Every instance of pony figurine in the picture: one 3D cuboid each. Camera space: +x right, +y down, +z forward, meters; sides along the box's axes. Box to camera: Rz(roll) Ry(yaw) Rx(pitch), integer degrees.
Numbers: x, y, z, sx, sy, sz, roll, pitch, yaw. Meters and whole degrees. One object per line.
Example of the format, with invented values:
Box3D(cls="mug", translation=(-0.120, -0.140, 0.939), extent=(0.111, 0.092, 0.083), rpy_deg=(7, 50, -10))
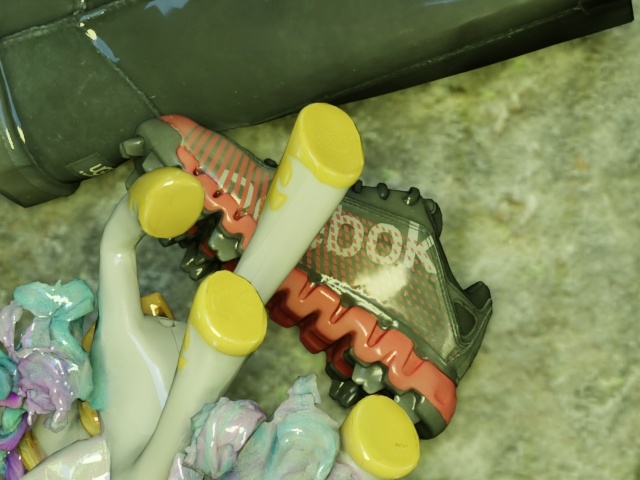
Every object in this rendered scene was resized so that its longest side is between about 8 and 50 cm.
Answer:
Box3D(cls="pony figurine", translation=(-0.086, 0.144, 1.079), extent=(0.303, 0.363, 0.351), rpy_deg=(9, 54, -29))

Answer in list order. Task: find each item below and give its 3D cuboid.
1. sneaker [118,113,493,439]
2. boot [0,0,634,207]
Box3D(cls="sneaker", translation=(0.000, 0.000, 1.219), extent=(0.276, 0.097, 0.135), rpy_deg=(40, 72, -5))
Box3D(cls="boot", translation=(-0.046, -0.255, 1.253), extent=(0.445, 0.146, 0.367), rpy_deg=(-18, 83, 18))
